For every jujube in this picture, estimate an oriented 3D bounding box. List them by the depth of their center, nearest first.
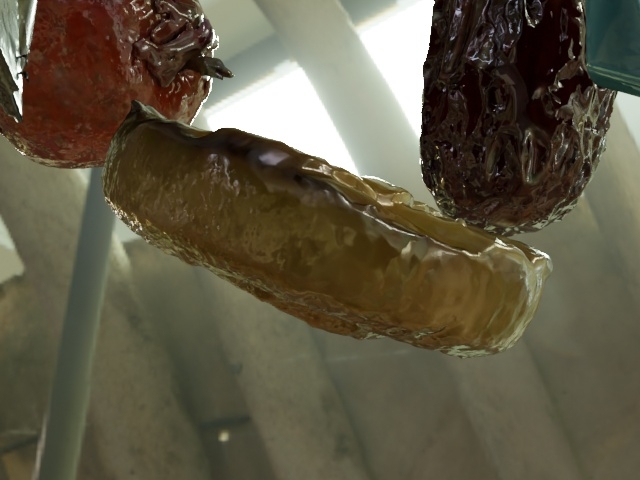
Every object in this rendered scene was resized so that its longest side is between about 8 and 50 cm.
[{"bbox_3d":[0.234,-0.194,1.162,0.258,0.377,0.258,2,-13,1],"label":"jujube"}]

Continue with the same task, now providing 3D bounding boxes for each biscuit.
[{"bbox_3d":[0.000,0.000,0.642,0.296,0.102,0.296,19,4,-1],"label":"biscuit"}]

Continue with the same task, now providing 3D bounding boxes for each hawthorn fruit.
[{"bbox_3d":[-0.223,-0.200,1.058,0.307,0.276,0.276,12,-29,19],"label":"hawthorn fruit"}]

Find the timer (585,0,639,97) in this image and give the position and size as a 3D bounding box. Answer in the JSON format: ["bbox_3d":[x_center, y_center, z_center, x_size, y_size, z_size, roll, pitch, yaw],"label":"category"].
[{"bbox_3d":[0.354,-0.273,0.915,0.231,0.091,0.250,-25,-60,-22],"label":"timer"}]

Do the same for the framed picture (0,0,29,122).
[{"bbox_3d":[-0.144,-0.250,0.341,0.014,0.339,0.255,-8,-25,-6],"label":"framed picture"}]

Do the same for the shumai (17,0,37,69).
[{"bbox_3d":[-0.219,-0.160,0.555,0.141,0.184,0.184,16,-39,-33],"label":"shumai"}]
